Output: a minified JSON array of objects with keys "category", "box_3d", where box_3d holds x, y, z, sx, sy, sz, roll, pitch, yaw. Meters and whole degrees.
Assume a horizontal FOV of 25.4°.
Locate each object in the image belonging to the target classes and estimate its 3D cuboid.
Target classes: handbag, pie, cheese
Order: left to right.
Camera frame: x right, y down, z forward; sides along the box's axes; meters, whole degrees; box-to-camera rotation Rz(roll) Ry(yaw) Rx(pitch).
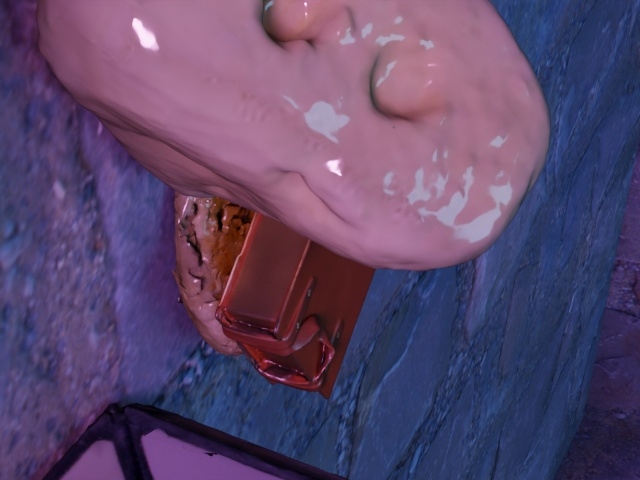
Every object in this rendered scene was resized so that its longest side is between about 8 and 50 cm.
[{"category":"pie","box_3d":[-0.025,-0.044,1.015,0.274,0.055,0.274,-44,142,-49]},{"category":"cheese","box_3d":[-0.015,-0.101,0.731,0.173,0.251,0.248,-56,147,-7]},{"category":"handbag","box_3d":[0.000,0.000,0.955,0.127,0.063,0.190,60,47,-59]}]

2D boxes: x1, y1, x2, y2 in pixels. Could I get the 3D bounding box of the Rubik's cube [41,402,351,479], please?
[{"category":"Rubik's cube","box_3d":[-0.067,0.323,0.849,0.307,0.310,0.305,-50,152,-50]}]
